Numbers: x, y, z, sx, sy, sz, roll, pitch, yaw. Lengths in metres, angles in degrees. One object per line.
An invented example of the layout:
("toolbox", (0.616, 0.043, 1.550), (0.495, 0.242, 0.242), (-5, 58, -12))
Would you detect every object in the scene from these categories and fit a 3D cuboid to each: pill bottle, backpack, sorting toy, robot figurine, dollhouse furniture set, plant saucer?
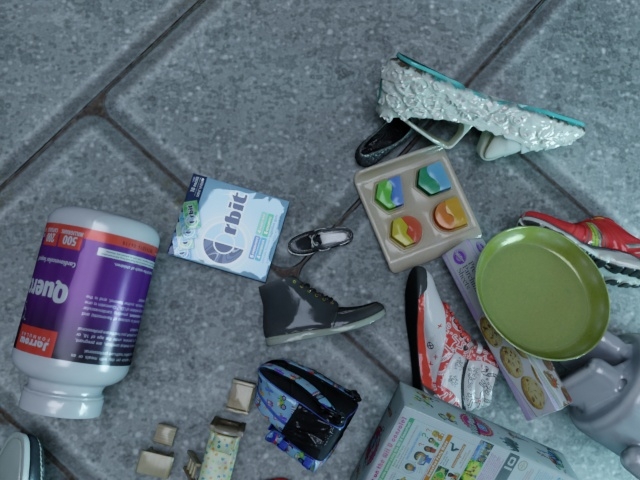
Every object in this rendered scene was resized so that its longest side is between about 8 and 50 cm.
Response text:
("pill bottle", (-0.387, 0.116, 0.939), (0.182, 0.181, 0.322), (11, 80, -3))
("backpack", (-0.038, 0.280, 0.961), (0.173, 0.158, 0.116), (30, 98, 14))
("sorting toy", (0.186, -0.065, 1.085), (0.193, 0.038, 0.208), (-20, 84, -7))
("robot figurine", (0.582, 0.298, 0.980), (0.354, 0.199, 0.300), (32, 51, 0))
("dollhouse furniture set", (-0.210, 0.318, 0.963), (0.161, 0.101, 0.181), (14, 81, -2))
("plant saucer", (0.372, 0.090, 0.973), (0.241, 0.037, 0.240), (4, 65, -8))

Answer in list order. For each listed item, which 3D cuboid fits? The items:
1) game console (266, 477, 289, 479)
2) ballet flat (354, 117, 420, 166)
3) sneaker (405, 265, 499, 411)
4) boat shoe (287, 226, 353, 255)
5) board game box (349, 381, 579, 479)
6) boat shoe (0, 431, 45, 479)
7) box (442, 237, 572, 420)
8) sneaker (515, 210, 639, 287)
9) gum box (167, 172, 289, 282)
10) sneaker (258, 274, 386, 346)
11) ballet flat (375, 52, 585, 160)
("game console", (-0.178, 0.628, 0.951), (0.342, 0.060, 0.386), (-10, 83, -11))
("ballet flat", (0.136, -0.204, 1.095), (0.057, 0.049, 0.173), (45, 80, 2))
("sneaker", (0.237, 0.177, 1.029), (0.145, 0.090, 0.269), (-4, 85, -6))
("boat shoe", (0.000, 0.000, 1.060), (0.125, 0.038, 0.046), (-7, 82, -6))
("board game box", (0.227, 0.404, 0.952), (0.304, 0.097, 0.223), (24, 103, -1))
("boat shoe", (-0.483, 0.466, 0.929), (0.114, 0.091, 0.302), (-1, 80, 40))
("box", (0.323, 0.149, 1.003), (0.063, 0.067, 0.323), (-4, 63, -44))
("sneaker", (0.502, 0.000, 1.086), (0.279, 0.107, 0.118), (21, 61, -3))
("gum box", (-0.167, -0.022, 1.048), (0.185, 0.041, 0.156), (16, 81, -3))
("sneaker", (0.001, 0.111, 1.021), (0.222, 0.083, 0.118), (-11, 82, -5))
("ballet flat", (0.288, -0.229, 1.076), (0.409, 0.147, 0.146), (16, 81, -11))
